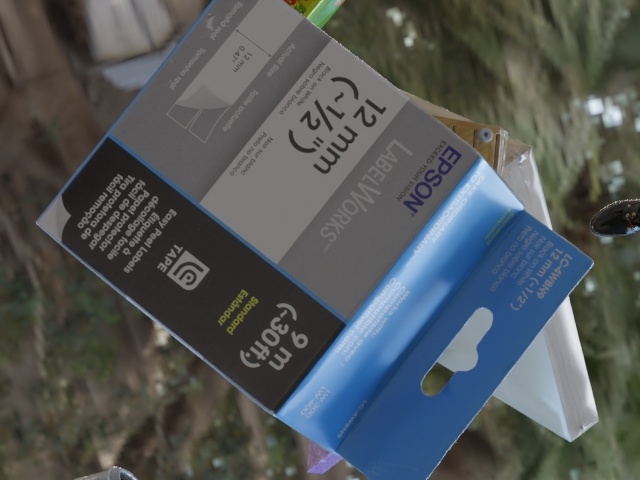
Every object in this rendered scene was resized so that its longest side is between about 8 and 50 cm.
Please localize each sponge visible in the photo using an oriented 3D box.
[{"bbox_3d":[0.012,0.289,2.671,0.031,0.117,0.210,5,163,-10],"label":"sponge"}]

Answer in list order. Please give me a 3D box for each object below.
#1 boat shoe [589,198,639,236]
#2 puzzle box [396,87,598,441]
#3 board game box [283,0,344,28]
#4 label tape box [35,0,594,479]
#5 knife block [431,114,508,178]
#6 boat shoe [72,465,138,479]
[{"bbox_3d":[0.441,-0.034,2.403,0.133,0.048,0.042,-13,-173,9],"label":"boat shoe"},{"bbox_3d":[0.189,0.027,2.053,0.052,0.408,0.272,-33,-143,-21],"label":"puzzle box"},{"bbox_3d":[-0.025,-0.262,2.000,0.181,0.043,0.092,-50,172,-6],"label":"board game box"},{"bbox_3d":[0.000,0.000,1.309,0.249,0.348,0.115,-52,171,-3],"label":"label tape box"},{"bbox_3d":[0.014,-0.075,1.692,0.276,0.088,0.242,8,174,-19],"label":"knife block"},{"bbox_3d":[-0.202,0.402,2.246,0.103,0.320,0.118,-27,-146,26],"label":"boat shoe"}]
